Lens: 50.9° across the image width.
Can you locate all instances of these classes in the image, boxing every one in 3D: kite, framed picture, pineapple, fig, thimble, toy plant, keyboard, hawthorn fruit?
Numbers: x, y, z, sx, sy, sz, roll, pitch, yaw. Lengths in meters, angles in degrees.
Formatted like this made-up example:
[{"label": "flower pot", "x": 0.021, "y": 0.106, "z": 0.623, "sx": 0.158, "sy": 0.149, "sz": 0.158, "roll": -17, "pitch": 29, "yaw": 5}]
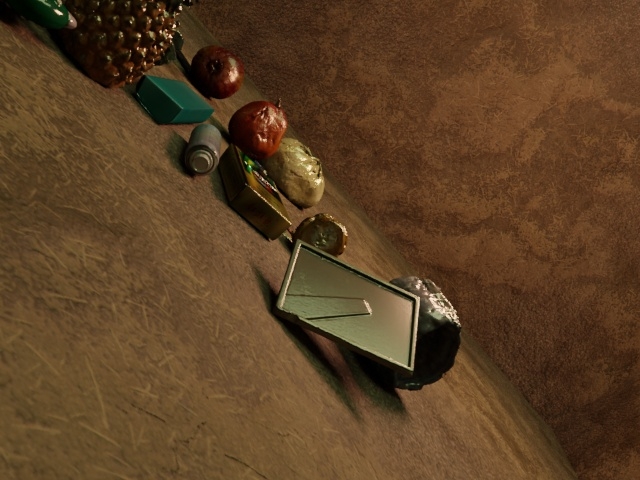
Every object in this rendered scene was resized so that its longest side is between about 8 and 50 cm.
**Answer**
[{"label": "kite", "x": -0.077, "y": -0.019, "z": 1.796, "sx": 0.244, "sy": 0.006, "sz": 0.198, "roll": 55, "pitch": 12, "yaw": 29}, {"label": "framed picture", "x": 0.060, "y": 0.125, "z": 1.310, "sx": 0.289, "sy": 0.020, "sz": 0.211, "roll": 26, "pitch": 38, "yaw": -9}, {"label": "pineapple", "x": -0.346, "y": -0.482, "z": 1.344, "sx": 0.223, "sy": 0.357, "sz": 0.223, "roll": 50, "pitch": 8, "yaw": -10}, {"label": "fig", "x": -0.334, "y": -0.544, "z": 2.225, "sx": 0.175, "sy": 0.175, "sz": 0.207, "roll": 51, "pitch": -5, "yaw": 6}, {"label": "thimble", "x": 0.202, "y": 0.210, "z": 1.505, "sx": 0.205, "sy": 0.236, "sz": 0.172, "roll": 9, "pitch": 31, "yaw": -37}, {"label": "toy plant", "x": -0.541, "y": -0.473, "z": 1.170, "sx": 0.243, "sy": 0.112, "sz": 0.232, "roll": 27, "pitch": 29, "yaw": -51}, {"label": "keyboard", "x": -0.467, "y": -0.612, "z": 2.285, "sx": 0.196, "sy": 0.015, "sz": 0.074, "roll": 56, "pitch": 8, "yaw": 31}, {"label": "hawthorn fruit", "x": -0.184, "y": -0.331, "z": 2.014, "sx": 0.173, "sy": 0.179, "sz": 0.173, "roll": -17, "pitch": 90, "yaw": -89}]

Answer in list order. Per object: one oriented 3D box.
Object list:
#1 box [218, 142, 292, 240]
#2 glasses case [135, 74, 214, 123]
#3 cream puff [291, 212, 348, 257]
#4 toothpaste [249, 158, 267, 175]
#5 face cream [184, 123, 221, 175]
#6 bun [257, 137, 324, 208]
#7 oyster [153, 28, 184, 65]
[{"label": "box", "x": -0.163, "y": -0.118, "z": 1.608, "sx": 0.159, "sy": 0.071, "sz": 0.240, "roll": 40, "pitch": 13, "yaw": -32}, {"label": "glasses case", "x": -0.349, "y": -0.330, "z": 1.613, "sx": 0.117, "sy": 0.070, "sz": 0.301, "roll": 43, "pitch": 12, "yaw": -3}, {"label": "cream puff", "x": -0.001, "y": -0.003, "z": 1.697, "sx": 0.103, "sy": 0.144, "sz": 0.126, "roll": -167, "pitch": -123, "yaw": -84}, {"label": "toothpaste", "x": -0.188, "y": -0.223, "z": 2.038, "sx": 0.083, "sy": 0.019, "sz": 0.027, "roll": 50, "pitch": 26, "yaw": 24}, {"label": "face cream", "x": -0.258, "y": -0.198, "z": 1.480, "sx": 0.075, "sy": 0.075, "sz": 0.229, "roll": 46, "pitch": 10, "yaw": -20}, {"label": "bun", "x": -0.081, "y": -0.237, "z": 2.177, "sx": 0.259, "sy": 0.152, "sz": 0.259, "roll": 46, "pitch": 13, "yaw": -14}, {"label": "oyster", "x": -0.422, "y": -0.496, "z": 1.584, "sx": 0.267, "sy": 0.112, "sz": 0.198, "roll": 12, "pitch": -24, "yaw": 45}]
